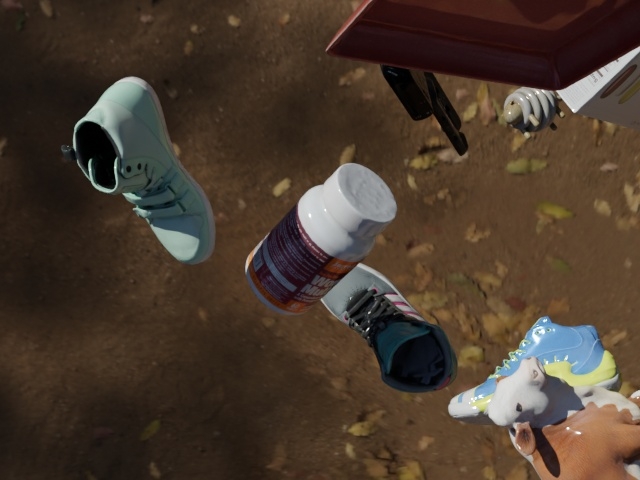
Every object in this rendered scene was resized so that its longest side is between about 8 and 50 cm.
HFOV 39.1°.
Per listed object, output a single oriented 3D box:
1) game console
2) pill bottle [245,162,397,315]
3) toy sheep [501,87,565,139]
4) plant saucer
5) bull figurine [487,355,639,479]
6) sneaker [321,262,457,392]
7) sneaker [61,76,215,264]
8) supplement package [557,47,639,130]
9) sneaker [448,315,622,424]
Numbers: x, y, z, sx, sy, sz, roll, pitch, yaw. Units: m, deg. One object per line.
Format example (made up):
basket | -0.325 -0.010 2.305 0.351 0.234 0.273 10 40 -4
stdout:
game console | 0.173 -0.256 1.518 0.044 0.361 0.213 -21 53 19
pill bottle | 0.000 0.000 1.247 0.221 0.121 0.121 -45 68 37
toy sheep | 0.366 -0.225 1.544 0.132 0.091 0.091 -17 70 -29
plant saucer | 0.165 -0.206 0.769 0.259 0.258 0.047 4 78 -18
bull figurine | 0.298 0.232 0.899 0.188 0.101 0.310 -23 100 13
sneaker | 0.104 0.142 1.443 0.295 0.178 0.124 39 94 0
sneaker | -0.221 -0.056 1.098 0.094 0.151 0.255 -12 114 23
supplement package | 0.459 -0.306 1.442 0.145 0.262 0.204 -46 61 31
sneaker | 0.292 0.181 1.266 0.240 0.091 0.126 -13 64 12
